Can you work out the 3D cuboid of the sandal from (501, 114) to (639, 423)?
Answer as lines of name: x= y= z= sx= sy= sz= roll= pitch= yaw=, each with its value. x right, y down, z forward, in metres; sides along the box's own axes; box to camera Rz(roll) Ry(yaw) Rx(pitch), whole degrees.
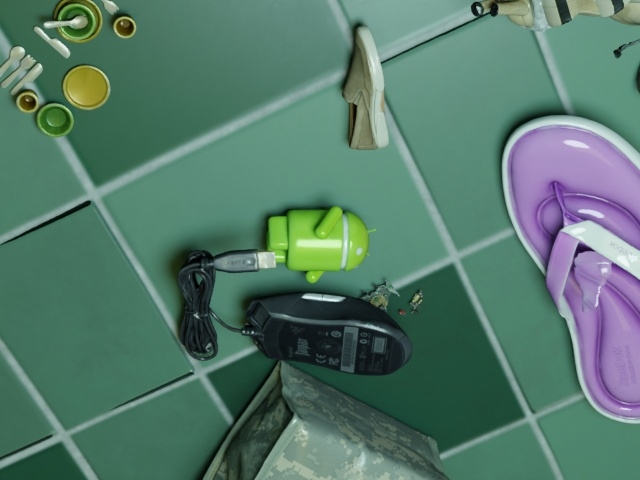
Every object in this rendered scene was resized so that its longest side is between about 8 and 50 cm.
sandal: x=0.320 y=0.049 z=1.411 sx=0.169 sy=0.102 sz=0.416 roll=-16 pitch=118 yaw=20

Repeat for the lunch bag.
lunch bag: x=-0.019 y=0.325 z=1.489 sx=0.235 sy=0.169 sz=0.287 roll=29 pitch=105 yaw=-19

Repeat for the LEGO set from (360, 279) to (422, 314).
LEGO set: x=0.074 y=0.067 z=1.460 sx=0.083 sy=0.023 sz=0.054 roll=17 pitch=115 yaw=-28

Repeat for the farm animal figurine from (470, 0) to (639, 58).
farm animal figurine: x=0.278 y=-0.335 z=1.145 sx=0.172 sy=0.330 sz=0.326 roll=-23 pitch=117 yaw=-28

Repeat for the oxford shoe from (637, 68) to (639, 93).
oxford shoe: x=0.420 y=-0.225 z=1.330 sx=0.076 sy=0.076 sz=0.212 roll=13 pitch=128 yaw=-34

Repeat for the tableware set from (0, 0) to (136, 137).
tableware set: x=-0.250 y=-0.179 z=1.300 sx=0.154 sy=0.024 sz=0.104 roll=-42 pitch=113 yaw=13

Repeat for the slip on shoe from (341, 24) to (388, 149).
slip on shoe: x=0.042 y=-0.155 z=1.331 sx=0.041 sy=0.051 sz=0.135 roll=-11 pitch=124 yaw=-4

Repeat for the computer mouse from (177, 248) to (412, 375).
computer mouse: x=-0.029 y=0.065 z=1.396 sx=0.262 sy=0.060 sz=0.184 roll=4 pitch=138 yaw=8

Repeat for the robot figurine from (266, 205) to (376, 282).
robot figurine: x=0.000 y=0.000 z=1.389 sx=0.115 sy=0.067 sz=0.101 roll=2 pitch=143 yaw=-7
